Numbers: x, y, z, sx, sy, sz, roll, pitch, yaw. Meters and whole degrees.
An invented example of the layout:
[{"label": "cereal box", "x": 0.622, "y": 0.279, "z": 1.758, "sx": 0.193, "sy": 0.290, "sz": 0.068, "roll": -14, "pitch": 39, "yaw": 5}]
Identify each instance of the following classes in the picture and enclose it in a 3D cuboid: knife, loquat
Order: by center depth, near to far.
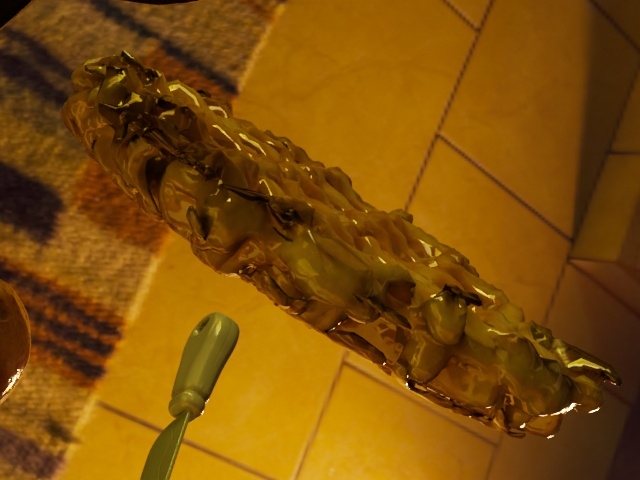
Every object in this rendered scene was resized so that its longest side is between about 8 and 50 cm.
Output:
[{"label": "knife", "x": -0.160, "y": 0.211, "z": 1.179, "sx": 0.044, "sy": 0.080, "sz": 0.331, "roll": 39, "pitch": 44, "yaw": -21}, {"label": "loquat", "x": -0.473, "y": 0.137, "z": 1.427, "sx": 0.187, "sy": 0.176, "sz": 0.234, "roll": -29, "pitch": 139, "yaw": -70}]

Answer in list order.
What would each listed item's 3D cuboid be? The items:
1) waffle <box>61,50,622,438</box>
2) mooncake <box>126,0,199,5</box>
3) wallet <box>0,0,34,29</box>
[{"label": "waffle", "x": 0.000, "y": 0.000, "z": 0.736, "sx": 0.380, "sy": 0.382, "sz": 0.095, "roll": 31, "pitch": 95, "yaw": -31}, {"label": "mooncake", "x": -0.096, "y": -0.275, "z": 0.511, "sx": 0.334, "sy": 0.174, "sz": 0.325, "roll": -6, "pitch": 64, "yaw": -46}, {"label": "wallet", "x": -0.286, "y": -0.044, "z": 0.552, "sx": 0.377, "sy": 0.197, "sz": 0.051, "roll": -49, "pitch": 115, "yaw": -33}]
